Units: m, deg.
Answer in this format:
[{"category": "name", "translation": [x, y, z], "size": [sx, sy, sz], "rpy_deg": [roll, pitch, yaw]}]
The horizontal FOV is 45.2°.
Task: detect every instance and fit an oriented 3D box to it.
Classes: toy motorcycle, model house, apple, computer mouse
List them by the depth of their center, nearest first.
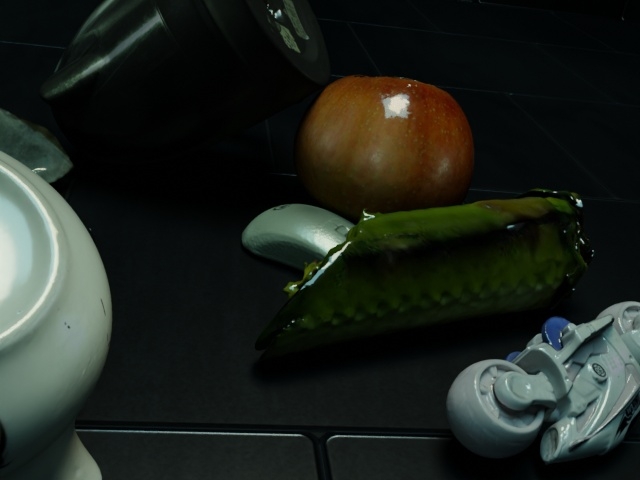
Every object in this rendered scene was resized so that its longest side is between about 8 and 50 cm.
[{"category": "toy motorcycle", "translation": [0.210, 0.120, 0.627], "size": [0.254, 0.112, 0.112], "rpy_deg": [-13, 35, -34]}, {"category": "computer mouse", "translation": [0.000, 0.000, 0.820], "size": [0.182, 0.056, 0.089], "rpy_deg": [22, 35, 23]}, {"category": "model house", "translation": [-0.390, -0.103, 0.872], "size": [0.152, 0.106, 0.165], "rpy_deg": [17, -9, 40]}, {"category": "apple", "translation": [0.074, -0.110, 0.904], "size": [0.210, 0.173, 0.235], "rpy_deg": [-3, 24, -39]}]

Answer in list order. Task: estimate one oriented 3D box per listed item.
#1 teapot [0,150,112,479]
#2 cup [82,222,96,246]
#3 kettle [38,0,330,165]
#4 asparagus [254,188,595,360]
[{"category": "teapot", "translation": [-0.235, 0.026, 0.407], "size": [0.300, 0.166, 0.208], "rpy_deg": [32, 53, 6]}, {"category": "cup", "translation": [-0.260, 0.059, 0.532], "size": [0.177, 0.169, 0.223], "rpy_deg": [14, 42, -6]}, {"category": "kettle", "translation": [-0.167, -0.214, 0.964], "size": [0.324, 0.228, 0.321], "rpy_deg": [-26, -3, 21]}, {"category": "asparagus", "translation": [0.104, 0.025, 0.738], "size": [0.382, 0.128, 0.108], "rpy_deg": [-7, -5, -26]}]
